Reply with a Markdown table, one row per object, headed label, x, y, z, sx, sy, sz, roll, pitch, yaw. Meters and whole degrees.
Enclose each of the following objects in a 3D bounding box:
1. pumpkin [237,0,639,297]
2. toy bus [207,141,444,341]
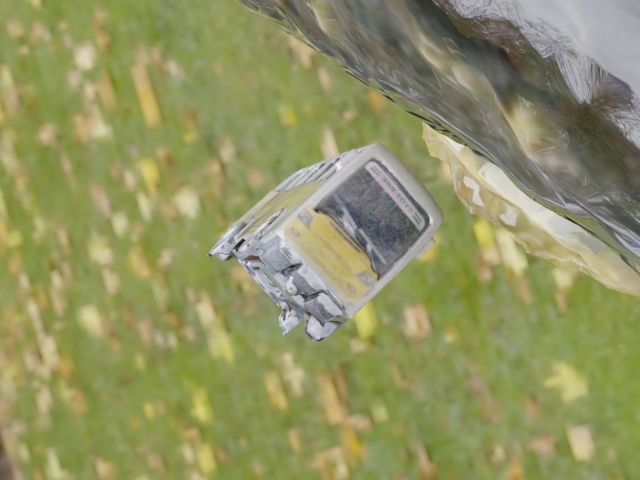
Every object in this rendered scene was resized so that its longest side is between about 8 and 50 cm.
| label | x | y | z | sx | sy | sz | roll | pitch | yaw |
| --- | --- | --- | --- | --- | --- | --- | --- | --- | --- |
| pumpkin | 0.150 | -0.139 | 0.515 | 0.454 | 0.344 | 0.454 | 31 | -177 | -2 |
| toy bus | 0.000 | 0.000 | 1.580 | 0.097 | 0.138 | 0.342 | 49 | 170 | -5 |
